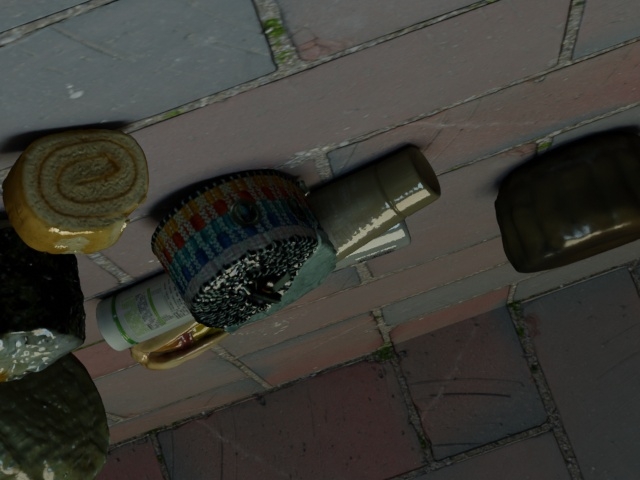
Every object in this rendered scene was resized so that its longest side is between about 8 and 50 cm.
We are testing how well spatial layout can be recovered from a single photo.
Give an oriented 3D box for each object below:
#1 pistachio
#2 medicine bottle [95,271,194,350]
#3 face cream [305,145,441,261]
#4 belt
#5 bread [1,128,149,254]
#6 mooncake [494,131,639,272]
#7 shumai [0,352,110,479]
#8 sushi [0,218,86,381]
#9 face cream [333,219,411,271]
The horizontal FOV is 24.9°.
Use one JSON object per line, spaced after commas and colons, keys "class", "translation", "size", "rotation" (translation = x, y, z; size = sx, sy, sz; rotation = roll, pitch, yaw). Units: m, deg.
{"class": "pistachio", "translation": [-0.225, 0.130, 2.321], "size": [0.200, 0.117, 0.145], "rotation": [-31, -157, 18]}
{"class": "medicine bottle", "translation": [-0.242, 0.096, 2.193], "size": [0.183, 0.086, 0.086], "rotation": [-23, 167, 18]}
{"class": "face cream", "translation": [0.004, -0.017, 2.021], "size": [0.341, 0.137, 0.084], "rotation": [-29, 179, 20]}
{"class": "belt", "translation": [-0.096, 0.013, 1.889], "size": [0.207, 0.150, 0.257], "rotation": [-36, 160, 14]}
{"class": "bread", "translation": [-0.249, -0.047, 1.481], "size": [0.149, 0.122, 0.073], "rotation": [-9, 167, -35]}
{"class": "mooncake", "translation": [0.424, -0.058, 2.359], "size": [0.290, 0.161, 0.290], "rotation": [-18, 169, -4]}
{"class": "shumai", "translation": [-0.491, 0.275, 2.046], "size": [0.288, 0.330, 0.292], "rotation": [-43, -160, 31]}
{"class": "sushi", "translation": [-0.442, 0.084, 1.649], "size": [0.350, 0.171, 0.211], "rotation": [-14, 165, -26]}
{"class": "face cream", "translation": [0.000, 0.000, 2.109], "size": [0.251, 0.101, 0.101], "rotation": [-19, 168, 3]}
